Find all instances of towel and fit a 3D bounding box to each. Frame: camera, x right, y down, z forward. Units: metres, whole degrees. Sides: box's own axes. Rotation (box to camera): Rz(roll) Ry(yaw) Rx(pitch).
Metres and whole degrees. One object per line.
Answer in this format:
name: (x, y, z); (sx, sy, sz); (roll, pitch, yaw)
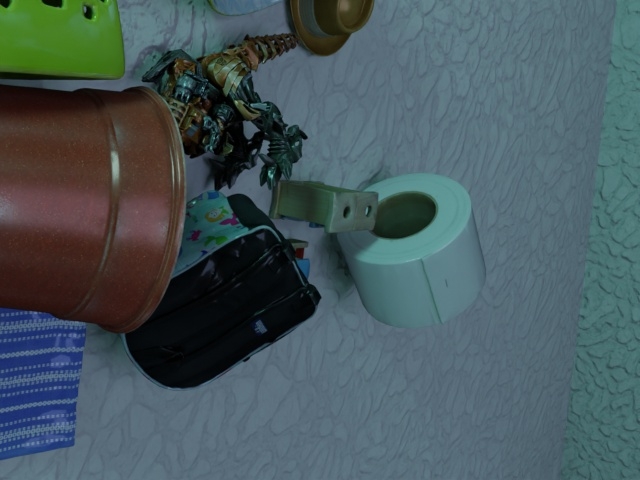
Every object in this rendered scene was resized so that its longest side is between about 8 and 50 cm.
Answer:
towel: (-0.383, 0.117, 0.994); (0.243, 0.040, 0.336); (0, 103, -51)

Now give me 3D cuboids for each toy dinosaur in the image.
toy dinosaur: (-0.127, -0.185, 1.134); (0.322, 0.164, 0.218); (-38, 117, -10)

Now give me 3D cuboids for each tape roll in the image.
tape roll: (0.167, 0.015, 1.490); (0.246, 0.246, 0.169); (-48, 135, -30)

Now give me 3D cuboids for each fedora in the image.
fedora: (0.034, -0.390, 1.310); (0.194, 0.079, 0.194); (-22, 118, -47)

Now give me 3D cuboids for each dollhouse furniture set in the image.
dollhouse furniture set: (0.000, 0.000, 1.364); (0.129, 0.129, 0.183); (-4, 105, -51)

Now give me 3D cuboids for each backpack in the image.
backpack: (-0.161, 0.072, 1.118); (0.253, 0.191, 0.225); (-37, 133, -10)

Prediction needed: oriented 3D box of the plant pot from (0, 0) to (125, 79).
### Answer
plant pot: (-0.338, -0.260, 0.772); (0.228, 0.227, 0.207); (-7, 102, -50)

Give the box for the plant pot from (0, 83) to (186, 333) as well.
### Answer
plant pot: (-0.318, -0.044, 0.819); (0.265, 0.272, 0.272); (6, 98, -38)

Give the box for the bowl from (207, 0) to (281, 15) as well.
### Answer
bowl: (-0.066, -0.447, 1.071); (0.289, 0.289, 0.156); (-31, 85, -42)
